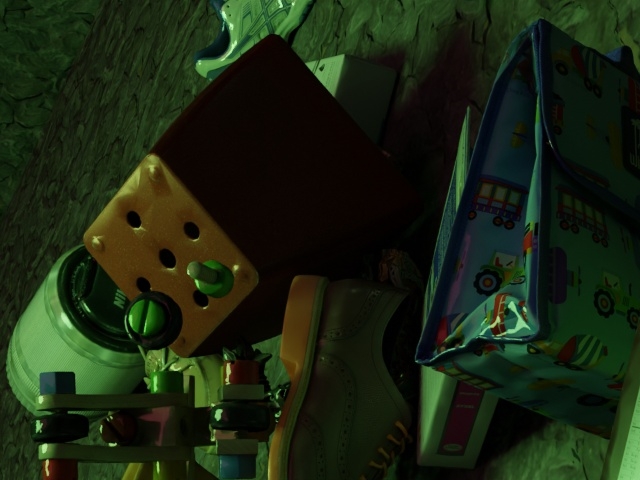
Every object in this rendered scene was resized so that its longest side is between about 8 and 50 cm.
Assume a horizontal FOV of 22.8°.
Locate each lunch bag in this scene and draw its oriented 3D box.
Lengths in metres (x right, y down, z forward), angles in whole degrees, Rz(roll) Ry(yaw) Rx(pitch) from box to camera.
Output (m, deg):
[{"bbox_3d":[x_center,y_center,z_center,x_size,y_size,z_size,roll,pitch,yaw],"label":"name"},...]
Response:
[{"bbox_3d":[0.216,-0.016,1.232,0.138,0.221,0.293,-19,55,50],"label":"lunch bag"}]

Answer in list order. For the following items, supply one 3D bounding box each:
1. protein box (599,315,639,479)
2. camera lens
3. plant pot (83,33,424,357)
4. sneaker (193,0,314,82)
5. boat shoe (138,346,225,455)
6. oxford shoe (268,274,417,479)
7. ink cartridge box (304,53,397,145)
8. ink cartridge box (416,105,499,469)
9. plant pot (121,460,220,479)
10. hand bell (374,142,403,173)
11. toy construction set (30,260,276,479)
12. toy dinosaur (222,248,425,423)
[{"bbox_3d":[0.300,0.124,0.970,0.136,0.200,0.201,5,79,68],"label":"protein box"},{"bbox_3d":[-0.364,0.149,2.519,0.274,0.219,0.219,-49,32,46],"label":"camera lens"},{"bbox_3d":[-0.099,-0.022,1.765,0.236,0.267,0.267,-36,-7,-48],"label":"plant pot"},{"bbox_3d":[-0.090,-0.356,2.350,0.296,0.131,0.112,-66,21,13],"label":"sneaker"},{"bbox_3d":[-0.198,0.193,2.236,0.122,0.110,0.341,-68,22,14],"label":"boat shoe"},{"bbox_3d":[0.025,0.201,1.544,0.130,0.132,0.364,68,-156,-66],"label":"oxford shoe"},{"bbox_3d":[0.011,-0.155,2.027,0.190,0.082,0.140,3,77,67],"label":"ink cartridge box"},{"bbox_3d":[0.133,0.056,1.417,0.371,0.069,0.176,91,-177,-60],"label":"ink cartridge box"},{"bbox_3d":[-0.165,0.390,1.827,0.291,0.203,0.291,-155,90,-85],"label":"plant pot"},{"bbox_3d":[0.000,0.000,1.908,0.126,0.126,0.242,-116,42,-60],"label":"hand bell"},{"bbox_3d":[-0.122,0.224,1.619,0.257,0.237,0.309,-30,70,11],"label":"toy construction set"},{"bbox_3d":[0.018,0.167,1.689,0.218,0.164,0.322,-2,50,41],"label":"toy dinosaur"}]
